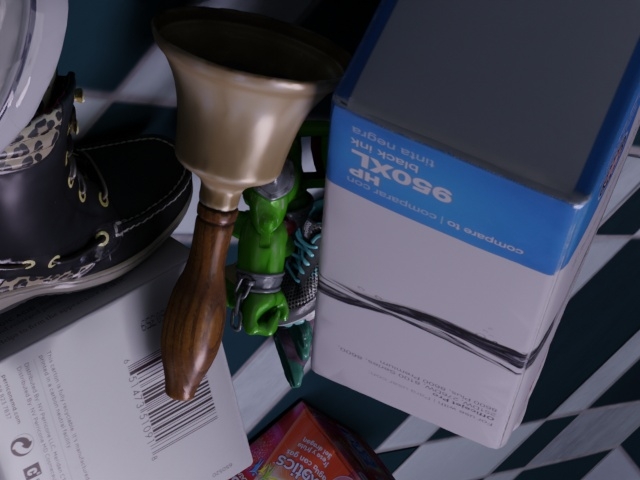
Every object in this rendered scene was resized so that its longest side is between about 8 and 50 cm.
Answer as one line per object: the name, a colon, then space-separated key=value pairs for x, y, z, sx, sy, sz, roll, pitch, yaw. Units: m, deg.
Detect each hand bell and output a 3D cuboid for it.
hand bell: x=-0.066 y=-0.011 z=1.205 sx=0.126 sy=0.126 sz=0.242 roll=-14 pitch=125 yaw=-49

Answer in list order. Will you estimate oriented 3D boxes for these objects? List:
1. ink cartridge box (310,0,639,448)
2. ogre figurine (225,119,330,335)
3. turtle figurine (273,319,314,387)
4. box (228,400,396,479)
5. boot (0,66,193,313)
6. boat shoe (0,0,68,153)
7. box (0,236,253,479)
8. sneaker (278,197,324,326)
ink cartridge box: x=0.123 y=-0.073 z=1.305 sx=0.395 sy=0.166 sz=0.285 roll=95 pitch=19 yaw=-63
ogre figurine: x=-0.038 y=-0.033 z=1.319 sx=0.197 sy=0.096 sz=0.118 roll=-54 pitch=157 yaw=-58
turtle figurine: x=0.078 y=0.058 z=1.734 sx=0.234 sy=0.118 sz=0.175 roll=-17 pitch=139 yaw=-14
box: x=0.001 y=0.271 z=2.037 sx=0.128 sy=0.123 sz=0.257 roll=-40 pitch=159 yaw=3
boot: x=-0.156 y=-0.048 z=1.162 sx=0.236 sy=0.085 sz=0.179 roll=-25 pitch=153 yaw=-36
boat shoe: x=-0.234 y=-0.061 z=0.996 sx=0.267 sy=0.096 sz=0.088 roll=-40 pitch=166 yaw=29
box: x=-0.164 y=0.100 z=1.297 sx=0.182 sy=0.119 sz=0.181 roll=-29 pitch=124 yaw=-25
sneaker: x=0.000 y=0.000 z=1.580 sx=0.166 sy=0.065 sz=0.076 roll=-46 pitch=142 yaw=11
